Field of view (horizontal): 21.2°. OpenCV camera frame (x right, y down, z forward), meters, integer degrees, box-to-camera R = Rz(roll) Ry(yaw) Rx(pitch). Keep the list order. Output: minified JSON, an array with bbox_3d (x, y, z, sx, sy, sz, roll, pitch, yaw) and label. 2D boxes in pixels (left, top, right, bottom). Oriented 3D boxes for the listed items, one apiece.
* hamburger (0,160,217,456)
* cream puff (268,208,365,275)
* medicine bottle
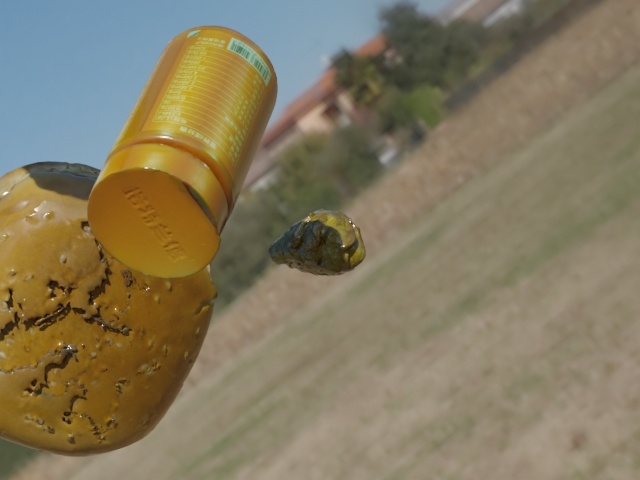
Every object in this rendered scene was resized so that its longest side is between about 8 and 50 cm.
[{"bbox_3d":[-0.267,0.075,1.857,0.304,0.284,0.174,-65,21,7],"label":"hamburger"},{"bbox_3d":[0.000,0.000,1.476,0.083,0.083,0.058,90,-165,-78],"label":"cream puff"},{"bbox_3d":[-0.094,-0.068,1.220,0.096,0.096,0.192,-38,21,33],"label":"medicine bottle"}]
